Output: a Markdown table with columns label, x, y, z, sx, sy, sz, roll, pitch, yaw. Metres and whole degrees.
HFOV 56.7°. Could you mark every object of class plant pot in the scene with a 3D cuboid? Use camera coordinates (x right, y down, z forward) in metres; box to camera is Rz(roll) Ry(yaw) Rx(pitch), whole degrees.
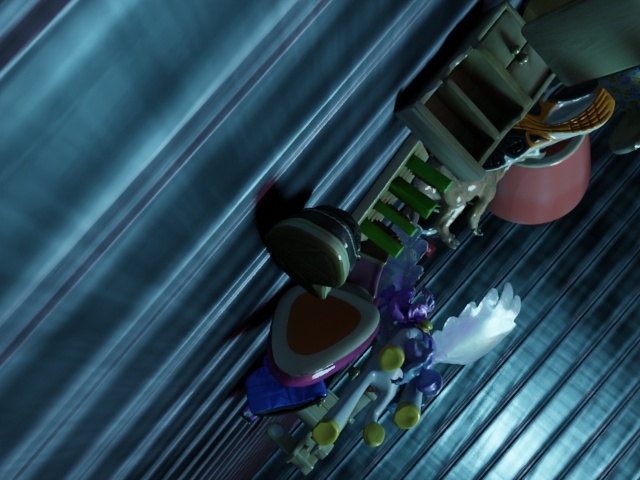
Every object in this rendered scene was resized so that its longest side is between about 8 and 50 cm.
| label | x | y | z | sx | sy | sz | roll | pitch | yaw |
| --- | --- | --- | --- | --- | --- | --- | --- | --- | --- |
| plant pot | 0.448 | -0.198 | 1.259 | 0.275 | 0.275 | 0.243 | -51 | 158 | -4 |

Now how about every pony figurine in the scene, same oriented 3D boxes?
| label | x | y | z | sx | sy | sz | roll | pitch | yaw |
| --- | --- | --- | --- | --- | --- | --- | --- | --- | --- |
| pony figurine | 0.151 | 0.183 | 1.067 | 0.351 | 0.302 | 0.363 | -54 | 177 | 23 |

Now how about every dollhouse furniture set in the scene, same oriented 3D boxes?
| label | x | y | z | sx | sy | sz | roll | pitch | yaw |
| --- | --- | --- | --- | --- | --- | --- | --- | --- | --- |
| dollhouse furniture set | 0.046 | 0.342 | 1.426 | 0.303 | 0.173 | 0.356 | -40 | 168 | -47 |
| dollhouse furniture set | 0.202 | -0.155 | 0.532 | 0.161 | 0.212 | 0.242 | -51 | -165 | -12 |

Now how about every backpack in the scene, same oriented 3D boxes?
| label | x | y | z | sx | sy | sz | roll | pitch | yaw |
| --- | --- | --- | --- | --- | --- | --- | --- | --- | --- |
| backpack | -0.058 | 0.220 | 0.921 | 0.120 | 0.101 | 0.098 | -19 | 161 | -2 |

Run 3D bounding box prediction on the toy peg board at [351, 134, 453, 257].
| label | x | y | z | sx | sy | sz | roll | pitch | yaw |
| --- | --- | --- | --- | --- | --- | --- | --- | --- | --- |
| toy peg board | 0.117 | -0.048 | 0.831 | 0.161 | 0.079 | 0.160 | -53 | 168 | 9 |

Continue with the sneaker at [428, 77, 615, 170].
| label | x | y | z | sx | sy | sz | roll | pitch | yaw |
| --- | --- | --- | --- | --- | --- | --- | --- | --- | --- |
| sneaker | 0.292 | -0.162 | 0.890 | 0.262 | 0.099 | 0.121 | -14 | 179 | 8 |

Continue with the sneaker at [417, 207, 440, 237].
| label | x | y | z | sx | sy | sz | roll | pitch | yaw |
| --- | --- | --- | --- | --- | --- | --- | --- | --- | --- |
| sneaker | 0.237 | -0.110 | 1.150 | 0.235 | 0.084 | 0.097 | -52 | 157 | -28 |

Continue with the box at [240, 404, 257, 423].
| label | x | y | z | sx | sy | sz | roll | pitch | yaw |
| --- | --- | --- | --- | --- | --- | --- | --- | --- | --- |
| box | -0.082 | 0.275 | 1.155 | 0.162 | 0.029 | 0.116 | -54 | 168 | 3 |

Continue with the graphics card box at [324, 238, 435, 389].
| label | x | y | z | sx | sy | sz | roll | pitch | yaw |
| --- | --- | --- | --- | --- | --- | --- | --- | --- | --- |
| graphics card box | 0.112 | 0.159 | 1.397 | 0.371 | 0.094 | 0.233 | -43 | 166 | -33 |

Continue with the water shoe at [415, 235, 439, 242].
| label | x | y | z | sx | sy | sz | roll | pitch | yaw |
| --- | --- | --- | --- | --- | --- | --- | --- | --- | --- |
| water shoe | 0.224 | -0.025 | 1.278 | 0.073 | 0.080 | 0.203 | -44 | 162 | -29 |

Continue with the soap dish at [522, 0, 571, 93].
| label | x | y | z | sx | sy | sz | roll | pitch | yaw |
| --- | --- | --- | --- | --- | --- | --- | --- | --- | --- |
| soap dish | 0.403 | -0.366 | 0.879 | 0.291 | 0.118 | 0.229 | -52 | 169 | 0 |

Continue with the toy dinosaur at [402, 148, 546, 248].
| label | x | y | z | sx | sy | sz | roll | pitch | yaw |
| --- | --- | --- | --- | --- | --- | --- | --- | --- | --- |
| toy dinosaur | 0.225 | -0.111 | 0.967 | 0.295 | 0.127 | 0.201 | -20 | 134 | -33 |

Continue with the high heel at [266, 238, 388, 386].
| label | x | y | z | sx | sy | sz | roll | pitch | yaw |
| --- | --- | --- | --- | --- | --- | --- | --- | --- | --- |
| high heel | 0.011 | 0.136 | 0.826 | 0.377 | 0.127 | 0.181 | -38 | 152 | -60 |

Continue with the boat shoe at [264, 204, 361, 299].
| label | x | y | z | sx | sy | sz | roll | pitch | yaw |
| --- | --- | --- | --- | --- | --- | --- | --- | --- | --- |
| boat shoe | 0.001 | 0.001 | 0.550 | 0.073 | 0.080 | 0.223 | -55 | 175 | -12 |
